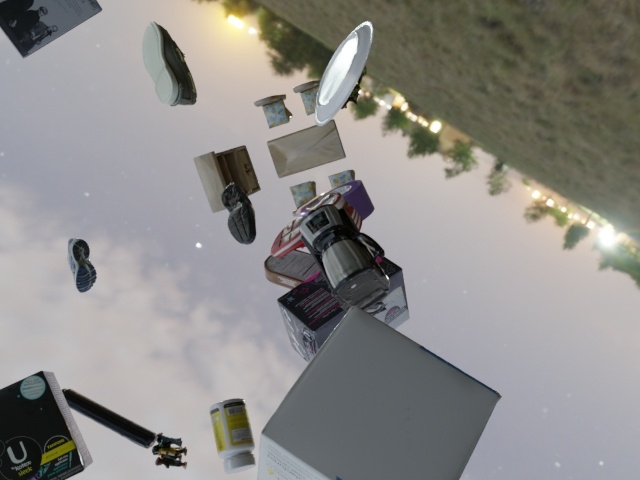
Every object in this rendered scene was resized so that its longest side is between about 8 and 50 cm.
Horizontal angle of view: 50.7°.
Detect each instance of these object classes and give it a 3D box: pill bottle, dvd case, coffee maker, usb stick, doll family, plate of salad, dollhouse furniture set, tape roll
[{"bbox_3d":[-0.271,0.609,2.107,0.119,0.119,0.209,15,-129,-50],"label":"pill bottle"},{"bbox_3d":[-0.701,-0.597,1.695,0.179,0.238,0.029,58,163,-23],"label":"dvd case"},{"bbox_3d":[0.043,0.042,1.288,0.171,0.120,0.178,85,161,-53],"label":"coffee maker"},{"bbox_3d":[-0.550,0.460,1.752,0.278,0.045,0.077,26,170,4],"label":"usb stick"},{"bbox_3d":[-0.473,0.638,2.067,0.111,0.076,0.193,14,173,-21],"label":"doll family"},{"bbox_3d":[0.047,-0.288,1.183,0.048,0.200,0.200,24,-165,-20],"label":"plate of salad"},{"bbox_3d":[-0.131,-0.239,2.004,0.256,0.394,0.362,-43,-64,-69],"label":"dollhouse furniture set"},{"bbox_3d":[0.038,-0.077,1.721,0.080,0.189,0.189,63,-172,-12],"label":"tape roll"}]

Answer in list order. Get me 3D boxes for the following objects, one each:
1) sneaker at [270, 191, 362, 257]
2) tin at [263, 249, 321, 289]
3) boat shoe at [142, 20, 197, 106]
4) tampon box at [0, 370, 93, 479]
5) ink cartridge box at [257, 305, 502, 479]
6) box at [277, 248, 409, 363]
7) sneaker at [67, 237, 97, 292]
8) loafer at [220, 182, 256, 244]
[{"bbox_3d":[0.000,0.000,1.498,0.128,0.221,0.087,42,-147,-22],"label":"sneaker"},{"bbox_3d":[-0.049,0.071,1.595,0.189,0.040,0.106,15,-134,30],"label":"tin"},{"bbox_3d":[-0.426,-0.494,1.901,0.091,0.109,0.305,4,-128,-39],"label":"boat shoe"},{"bbox_3d":[-0.433,0.292,1.009,0.161,0.120,0.101,63,164,6],"label":"tampon box"},{"bbox_3d":[0.046,0.224,0.705,0.171,0.233,0.168,29,-125,14],"label":"ink cartridge box"},{"bbox_3d":[0.057,0.153,1.476,0.142,0.247,0.163,36,150,44],"label":"box"},{"bbox_3d":[-0.550,0.053,1.546,0.052,0.135,0.058,-17,-151,-39],"label":"sneaker"},{"bbox_3d":[-0.152,-0.048,1.365,0.061,0.062,0.170,38,-157,-40],"label":"loafer"}]
